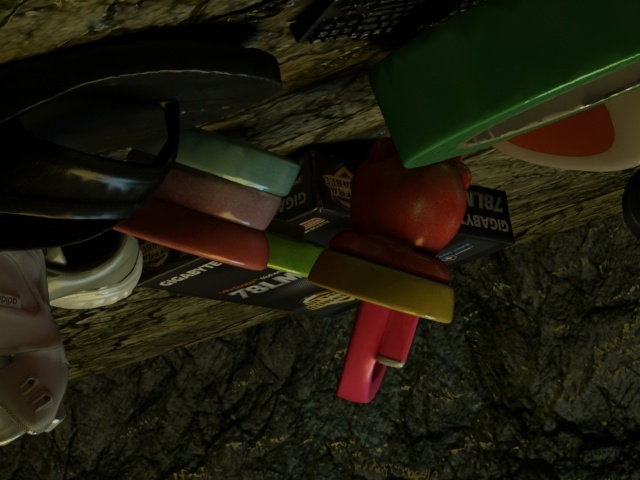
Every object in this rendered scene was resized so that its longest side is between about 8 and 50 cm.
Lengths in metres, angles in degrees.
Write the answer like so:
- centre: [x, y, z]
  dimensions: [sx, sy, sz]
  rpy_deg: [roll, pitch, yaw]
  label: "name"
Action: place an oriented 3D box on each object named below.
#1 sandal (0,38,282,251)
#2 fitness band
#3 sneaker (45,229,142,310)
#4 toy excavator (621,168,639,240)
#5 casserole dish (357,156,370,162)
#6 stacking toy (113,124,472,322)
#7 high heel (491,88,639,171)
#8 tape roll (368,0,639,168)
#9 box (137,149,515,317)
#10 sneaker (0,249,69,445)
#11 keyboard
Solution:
- centre: [-0.229, -0.038, 1.111]
  dimensions: [0.446, 0.107, 0.167]
  rpy_deg: [-14, 173, -23]
  label: "sandal"
- centre: [0.075, 0.011, 1.579]
  dimensions: [0.054, 0.290, 0.209]
  rpy_deg: [16, -166, 1]
  label: "fitness band"
- centre: [-0.295, 0.029, 1.596]
  dimensions: [0.272, 0.100, 0.108]
  rpy_deg: [-18, 160, -17]
  label: "sneaker"
- centre: [0.613, -0.140, 1.935]
  dimensions: [0.433, 0.445, 0.222]
  rpy_deg: [26, 175, 4]
  label: "toy excavator"
- centre: [0.064, -0.067, 1.863]
  dimensions: [0.188, 0.037, 0.114]
  rpy_deg: [-15, 172, -5]
  label: "casserole dish"
- centre: [-0.052, -0.046, 1.394]
  dimensions: [0.309, 0.130, 0.279]
  rpy_deg: [17, -179, -34]
  label: "stacking toy"
- centre: [0.317, -0.160, 1.495]
  dimensions: [0.377, 0.127, 0.181]
  rpy_deg: [-7, -153, 35]
  label: "high heel"
- centre: [0.196, -0.146, 1.260]
  dimensions: [0.321, 0.077, 0.321]
  rpy_deg: [-22, 176, -1]
  label: "tape roll"
- centre: [0.000, 0.000, 1.824]
  dimensions: [0.293, 0.073, 0.296]
  rpy_deg: [9, 157, -44]
  label: "box"
- centre: [-0.303, 0.061, 1.285]
  dimensions: [0.137, 0.210, 0.366]
  rpy_deg: [-20, 172, 21]
  label: "sneaker"
- centre: [0.068, -0.162, 1.193]
  dimensions: [0.180, 0.023, 0.108]
  rpy_deg: [-12, 172, -28]
  label: "keyboard"
